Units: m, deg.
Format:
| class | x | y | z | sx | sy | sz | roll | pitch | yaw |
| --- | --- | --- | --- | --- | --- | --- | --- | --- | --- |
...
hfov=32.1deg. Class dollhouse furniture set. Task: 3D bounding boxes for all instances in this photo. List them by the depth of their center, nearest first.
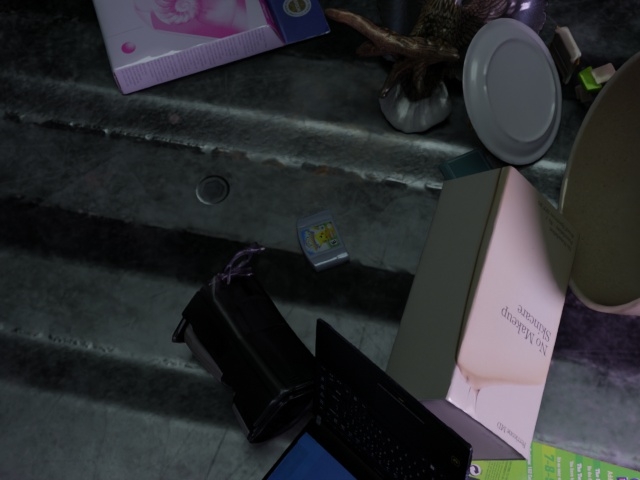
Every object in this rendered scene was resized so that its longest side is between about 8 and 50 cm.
| class | x | y | z | sx | sy | sz | roll | pitch | yaw |
| --- | --- | --- | --- | --- | --- | --- | --- | --- | --- |
| dollhouse furniture set | 0.378 | -0.233 | 1.556 | 0.059 | 0.076 | 0.151 | -21 | 72 | -4 |

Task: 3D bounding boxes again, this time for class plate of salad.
| class | x | y | z | sx | sy | sz | roll | pitch | yaw |
| --- | --- | --- | --- | --- | --- | --- | --- | --- | --- |
| plate of salad | 0.256 | -0.200 | 1.510 | 0.048 | 0.200 | 0.199 | -7 | 49 | 51 |

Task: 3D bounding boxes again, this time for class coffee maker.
| class | x | y | z | sx | sy | sz | roll | pitch | yaw |
| --- | --- | --- | --- | --- | --- | --- | --- | --- | --- |
| coffee maker | -0.080 | 0.131 | 1.341 | 0.120 | 0.171 | 0.178 | -27 | 63 | -28 |

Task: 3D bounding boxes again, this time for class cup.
| class | x | y | z | sx | sy | sz | roll | pitch | yaw |
| --- | --- | --- | --- | --- | --- | --- | --- | --- | --- |
| cup | 0.473 | -0.051 | 1.341 | 0.237 | 0.331 | 0.331 | 14 | 60 | -17 |

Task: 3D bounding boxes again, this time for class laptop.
| class | x | y | z | sx | sy | sz | roll | pitch | yaw |
| --- | --- | --- | --- | --- | --- | --- | --- | --- | --- |
| laptop | 0.025 | 0.266 | 1.212 | 0.137 | 0.264 | 0.234 | -30 | 52 | -30 |

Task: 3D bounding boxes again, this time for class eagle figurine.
| class | x | y | z | sx | sy | sz | roll | pitch | yaw |
| --- | --- | --- | --- | --- | --- | --- | --- | --- | --- |
| eagle figurine | 0.177 | -0.319 | 1.582 | 0.226 | 0.225 | 0.298 | 55 | 37 | -13 |

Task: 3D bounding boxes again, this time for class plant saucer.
| class | x | y | z | sx | sy | sz | roll | pitch | yaw |
| --- | --- | --- | --- | --- | --- | --- | --- | --- | --- |
| plant saucer | 0.229 | -0.044 | 1.497 | 0.067 | 0.018 | 0.192 | -22 | 61 | -8 |

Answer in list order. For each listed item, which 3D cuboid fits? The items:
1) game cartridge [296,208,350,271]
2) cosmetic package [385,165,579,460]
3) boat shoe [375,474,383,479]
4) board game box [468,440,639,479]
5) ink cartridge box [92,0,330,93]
| class | x | y | z | sx | sy | sz | roll | pitch | yaw |
| --- | --- | --- | --- | --- | --- | --- | --- | --- | --- |
| game cartridge | 0.000 | 0.000 | 1.493 | 0.056 | 0.017 | 0.083 | -21 | 62 | -3 |
| cosmetic package | 0.191 | 0.086 | 1.310 | 0.113 | 0.160 | 0.309 | -13 | 50 | 45 |
| boat shoe | 0.098 | 0.244 | 1.330 | 0.079 | 0.084 | 0.233 | -6 | 61 | 46 |
| board game box | 0.290 | 0.310 | 1.288 | 0.260 | 0.039 | 0.124 | 14 | 64 | 15 |
| ink cartridge box | -0.188 | -0.407 | 1.703 | 0.330 | 0.071 | 0.324 | -18 | 61 | -4 |
